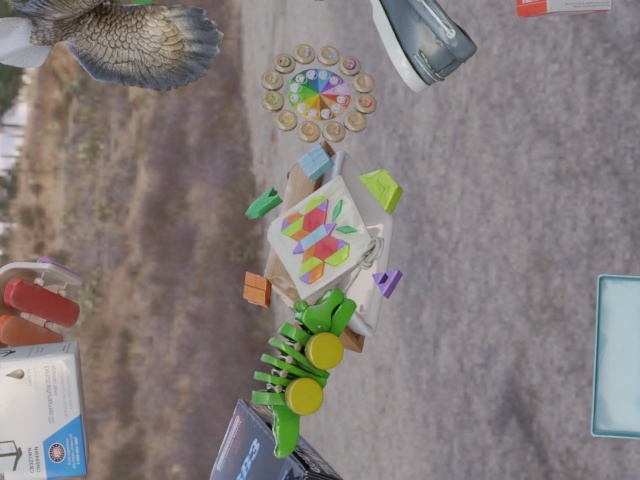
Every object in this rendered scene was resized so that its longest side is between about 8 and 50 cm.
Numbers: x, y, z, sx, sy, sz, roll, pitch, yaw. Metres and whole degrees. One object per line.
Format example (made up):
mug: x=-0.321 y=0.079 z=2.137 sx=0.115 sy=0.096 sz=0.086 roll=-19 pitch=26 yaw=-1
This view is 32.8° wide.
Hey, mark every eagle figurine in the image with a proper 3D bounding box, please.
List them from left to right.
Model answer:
eagle figurine: x=-0.309 y=-0.320 z=1.488 sx=0.298 sy=0.226 sz=0.225 roll=33 pitch=130 yaw=40

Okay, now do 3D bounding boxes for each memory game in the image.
memory game: x=-0.003 y=-0.227 z=1.672 sx=0.012 sy=0.186 sz=0.186 roll=105 pitch=166 yaw=-61

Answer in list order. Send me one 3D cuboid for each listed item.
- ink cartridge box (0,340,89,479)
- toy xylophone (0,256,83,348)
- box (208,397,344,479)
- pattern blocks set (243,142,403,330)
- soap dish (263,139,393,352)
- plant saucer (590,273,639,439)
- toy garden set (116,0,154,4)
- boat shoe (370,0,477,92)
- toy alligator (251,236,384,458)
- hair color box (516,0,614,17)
ink cartridge box: x=-0.378 y=0.205 z=1.266 sx=0.086 sy=0.203 sz=0.148 roll=-145 pitch=50 yaw=-78
toy xylophone: x=-0.437 y=0.178 z=1.573 sx=0.236 sy=0.081 sz=0.323 roll=26 pitch=-100 yaw=-73
box: x=-0.094 y=0.396 z=1.459 sx=0.295 sy=0.073 sz=0.293 roll=-68 pitch=24 yaw=3
pattern blocks set: x=0.000 y=0.000 z=1.616 sx=0.026 sy=0.285 sz=0.325 roll=43 pitch=-178 yaw=-46
soap dish: x=0.017 y=0.013 z=1.845 sx=0.229 sy=0.118 sz=0.291 roll=51 pitch=-141 yaw=-40
plant saucer: x=0.355 y=0.136 z=1.283 sx=0.018 sy=0.067 sz=0.192 roll=-10 pitch=-78 yaw=-82
toy garden set: x=-0.312 y=-0.494 z=1.784 sx=0.204 sy=0.244 sz=0.049 roll=52 pitch=-152 yaw=-22
boat shoe: x=0.099 y=-0.344 z=1.343 sx=0.116 sy=0.099 sz=0.319 roll=-1 pitch=-112 yaw=-65
toy alligator: x=-0.010 y=0.073 z=0.842 sx=0.190 sy=0.051 sz=0.056 roll=-66 pitch=14 yaw=-9
hair color box: x=0.246 y=-0.314 z=1.105 sx=0.053 sy=0.093 sz=0.167 roll=8 pitch=105 yaw=61
